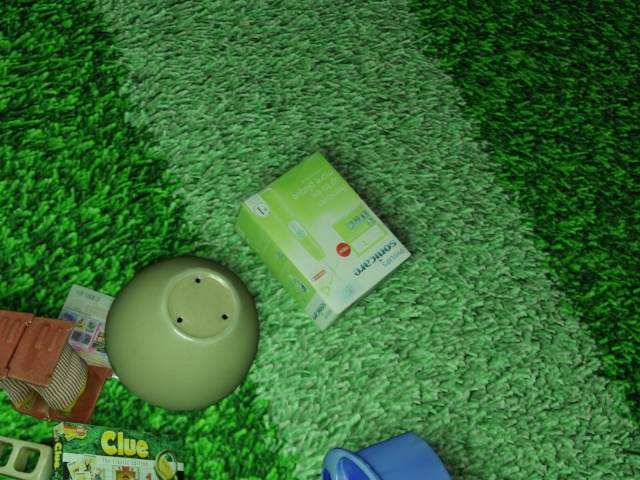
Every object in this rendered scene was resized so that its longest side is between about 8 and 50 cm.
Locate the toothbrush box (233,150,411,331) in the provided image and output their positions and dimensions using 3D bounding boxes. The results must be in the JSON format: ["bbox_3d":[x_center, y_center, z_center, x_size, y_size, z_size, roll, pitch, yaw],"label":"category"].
[{"bbox_3d":[0.000,0.000,1.743,0.206,0.122,0.283,-36,81,-25],"label":"toothbrush box"}]

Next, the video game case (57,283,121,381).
[{"bbox_3d":[-0.405,0.169,1.618,0.157,0.019,0.143,20,63,-6],"label":"video game case"}]

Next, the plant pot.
[{"bbox_3d":[-0.228,0.142,1.568,0.284,0.191,0.284,8,66,-17],"label":"plant pot"}]

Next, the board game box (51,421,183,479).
[{"bbox_3d":[-0.326,0.379,1.454,0.259,0.030,0.136,22,53,-49],"label":"board game box"}]

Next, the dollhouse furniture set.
[{"bbox_3d":[-0.490,0.321,1.403,0.152,0.201,0.374,9,62,13],"label":"dollhouse furniture set"}]

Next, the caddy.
[{"bbox_3d":[0.126,0.494,1.493,0.179,0.241,0.341,-21,73,-29],"label":"caddy"}]
